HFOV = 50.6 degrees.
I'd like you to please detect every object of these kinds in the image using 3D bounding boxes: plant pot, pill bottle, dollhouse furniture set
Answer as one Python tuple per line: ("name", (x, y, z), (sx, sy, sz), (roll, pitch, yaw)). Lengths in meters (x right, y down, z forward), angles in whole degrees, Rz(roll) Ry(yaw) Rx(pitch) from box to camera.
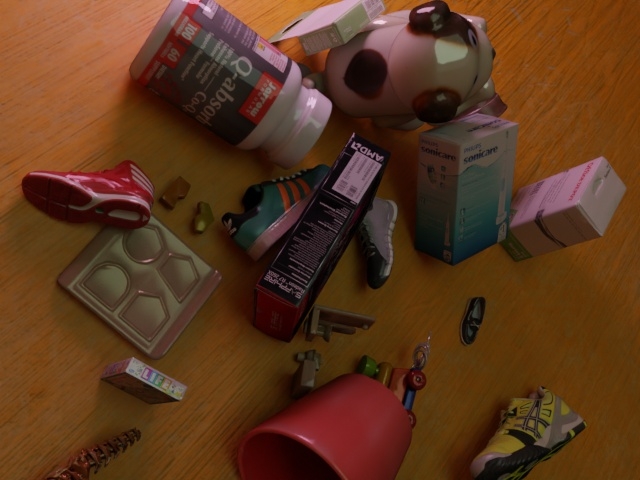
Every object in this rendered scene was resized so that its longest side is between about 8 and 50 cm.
("plant pot", (0.028, 0.389, 1.240), (0.243, 0.275, 0.275), (-33, 95, -46))
("plant pot", (0.358, -0.370, 1.699), (0.167, 0.167, 0.165), (-41, 109, -34))
("pill bottle", (-0.168, -0.310, 1.334), (0.362, 0.210, 0.210), (32, 61, -21))
("dollhouse furniture set", (0.023, 0.230, 1.325), (0.123, 0.144, 0.151), (12, 63, -8))

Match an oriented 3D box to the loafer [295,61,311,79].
("loafer", (-0.079, -0.378, 1.516), (0.125, 0.039, 0.045), (-12, 117, -37))

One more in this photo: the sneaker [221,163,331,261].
("sneaker", (-0.080, -0.089, 1.389), (0.121, 0.108, 0.302), (44, 49, -2))

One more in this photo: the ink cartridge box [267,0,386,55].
("ink cartridge box", (0.005, -0.469, 1.491), (0.171, 0.235, 0.056), (-48, 120, -33))

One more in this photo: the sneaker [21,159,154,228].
("sneaker", (-0.407, -0.095, 1.217), (0.221, 0.087, 0.128), (18, 35, -13))

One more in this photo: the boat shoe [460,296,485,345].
("boat shoe", (0.372, 0.193, 1.639), (0.046, 0.038, 0.125), (34, 61, -20))

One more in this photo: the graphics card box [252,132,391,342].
("graphics card box", (0.000, 0.000, 1.313), (0.094, 0.233, 0.371), (28, 65, 6))

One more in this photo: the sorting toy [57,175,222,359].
("sorting toy", (-0.299, 0.037, 1.258), (0.229, 0.041, 0.307), (41, 58, -11))

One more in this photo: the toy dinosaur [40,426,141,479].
("toy dinosaur", (-0.389, 0.429, 1.026), (0.218, 0.164, 0.322), (38, 80, 1))

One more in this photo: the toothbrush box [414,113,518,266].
("toothbrush box", (0.336, -0.122, 1.571), (0.216, 0.126, 0.296), (-24, 125, -35))

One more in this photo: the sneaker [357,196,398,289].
("sneaker", (0.093, -0.008, 1.501), (0.132, 0.086, 0.229), (23, 55, -20))

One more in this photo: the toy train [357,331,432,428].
("toy train", (0.143, 0.281, 1.438), (0.143, 0.105, 0.248), (25, 64, -10))

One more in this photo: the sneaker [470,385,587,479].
("sneaker", (0.454, 0.455, 1.565), (0.384, 0.145, 0.147), (-9, 49, -43))

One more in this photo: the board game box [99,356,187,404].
("board game box", (-0.297, 0.237, 1.127), (0.103, 0.154, 0.026), (34, 61, -21))

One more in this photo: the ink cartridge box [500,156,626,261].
("ink cartridge box", (0.604, -0.076, 1.722), (0.115, 0.273, 0.198), (48, 57, -12))

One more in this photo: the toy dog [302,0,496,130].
("toy dog", (0.190, -0.380, 1.433), (0.395, 0.408, 0.285), (-1, 99, -23))
